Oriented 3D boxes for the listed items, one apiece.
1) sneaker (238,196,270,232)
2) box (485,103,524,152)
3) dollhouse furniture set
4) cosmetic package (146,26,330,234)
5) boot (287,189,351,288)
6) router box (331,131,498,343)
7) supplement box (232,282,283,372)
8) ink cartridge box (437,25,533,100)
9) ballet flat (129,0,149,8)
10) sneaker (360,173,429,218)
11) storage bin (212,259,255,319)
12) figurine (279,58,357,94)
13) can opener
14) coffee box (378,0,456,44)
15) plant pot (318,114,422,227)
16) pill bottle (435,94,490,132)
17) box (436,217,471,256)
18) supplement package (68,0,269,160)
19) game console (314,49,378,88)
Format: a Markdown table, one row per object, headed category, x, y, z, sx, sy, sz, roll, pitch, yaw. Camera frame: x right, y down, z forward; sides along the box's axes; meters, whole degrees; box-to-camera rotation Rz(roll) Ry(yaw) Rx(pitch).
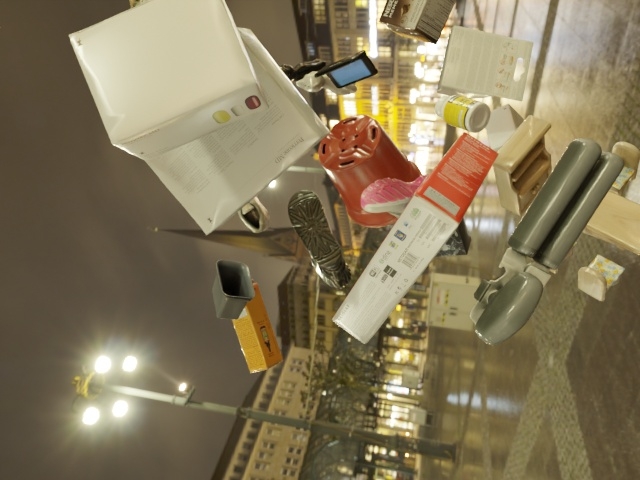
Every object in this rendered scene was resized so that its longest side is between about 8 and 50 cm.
| category | x | y | z | sx | sy | sz | roll | pitch | yaw |
| --- | --- | --- | --- | --- | --- | --- | --- | --- | --- |
| sneaker | -0.252 | -0.139 | 1.582 | 0.262 | 0.099 | 0.121 | 55 | -176 | -13 |
| box | 0.615 | -0.349 | 1.578 | 0.170 | 0.091 | 0.130 | 9 | -114 | -51 |
| dollhouse furniture set | 0.676 | -0.122 | 1.261 | 0.362 | 0.394 | 0.256 | -48 | -37 | -4 |
| cosmetic package | -0.211 | -0.233 | 1.089 | 0.284 | 0.377 | 0.097 | 52 | -155 | -4 |
| boot | -0.003 | 0.003 | 1.815 | 0.260 | 0.131 | 0.348 | 60 | -173 | -66 |
| router box | 0.180 | -0.005 | 0.913 | 0.301 | 0.082 | 0.335 | -45 | -13 | -49 |
| supplement box | -0.186 | 0.243 | 1.338 | 0.078 | 0.080 | 0.234 | -11 | -102 | -56 |
| ink cartridge box | 0.468 | -0.496 | 1.379 | 0.066 | 0.232 | 0.189 | 111 | 173 | -84 |
| ballet flat | -0.552 | -0.759 | 1.522 | 0.206 | 0.073 | 0.067 | 17 | 109 | 56 |
| sneaker | 0.216 | -0.092 | 1.227 | 0.103 | 0.252 | 0.111 | -122 | 32 | -47 |
| storage bin | -0.218 | 0.127 | 1.191 | 0.091 | 0.098 | 0.135 | -63 | 32 | 29 |
| figurine | -0.023 | -0.504 | 1.500 | 0.209 | 0.214 | 0.092 | -21 | -54 | -41 |
| can opener | 0.287 | 0.010 | 0.609 | 0.280 | 0.074 | 0.093 | -62 | 14 | 7 |
| coffee box | 0.315 | -0.752 | 1.406 | 0.118 | 0.168 | 0.297 | 7 | -66 | -41 |
| plant pot | 0.141 | -0.220 | 1.465 | 0.265 | 0.272 | 0.273 | 44 | -131 | -48 |
| pill bottle | 0.303 | -0.278 | 1.041 | 0.116 | 0.065 | 0.065 | 42 | 139 | 51 |
| box | 0.424 | -0.030 | 1.678 | 0.156 | 0.158 | 0.093 | 62 | -141 | -29 |
| supplement package | -0.256 | -0.294 | 0.851 | 0.145 | 0.261 | 0.204 | 35 | -148 | -86 |
| game console | 0.064 | -0.408 | 1.177 | 0.071 | 0.122 | 0.107 | 63 | -146 | -23 |
